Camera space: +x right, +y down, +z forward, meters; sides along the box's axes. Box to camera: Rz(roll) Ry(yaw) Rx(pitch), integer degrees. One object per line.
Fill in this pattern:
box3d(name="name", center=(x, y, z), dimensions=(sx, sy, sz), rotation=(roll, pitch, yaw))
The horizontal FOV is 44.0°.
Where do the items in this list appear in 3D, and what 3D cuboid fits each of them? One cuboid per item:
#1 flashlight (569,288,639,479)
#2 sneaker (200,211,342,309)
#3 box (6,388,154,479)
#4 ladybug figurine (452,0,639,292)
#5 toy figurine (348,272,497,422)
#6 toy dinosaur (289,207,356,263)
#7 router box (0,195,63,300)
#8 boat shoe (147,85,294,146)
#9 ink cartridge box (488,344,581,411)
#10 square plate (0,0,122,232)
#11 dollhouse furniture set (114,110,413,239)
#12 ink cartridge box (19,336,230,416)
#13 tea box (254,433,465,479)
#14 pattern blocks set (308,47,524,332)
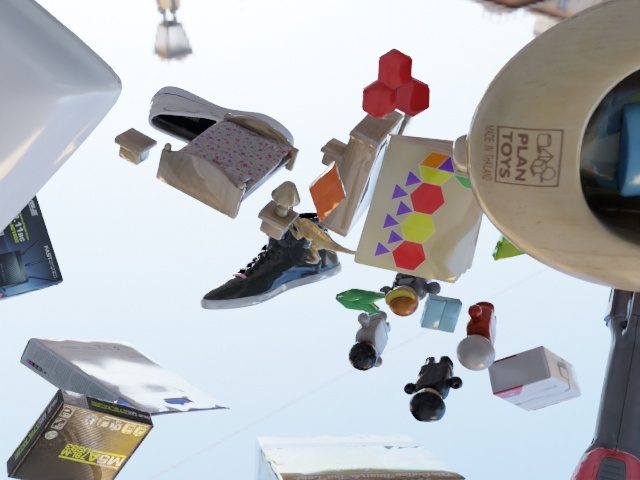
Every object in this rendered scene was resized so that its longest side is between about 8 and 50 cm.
box3d(name="flashlight", center=(0.339, 0.190, 0.878), dimensions=(0.103, 0.103, 0.303), rotation=(25, -110, -19))
box3d(name="sneaker", center=(-0.103, 0.029, 1.491), dimensions=(0.296, 0.146, 0.105), rotation=(-19, -164, -26))
box3d(name="box", center=(-0.425, 0.362, 1.407), dimensions=(0.191, 0.184, 0.045), rotation=(28, -165, -38))
box3d(name="ladybug figurine", center=(0.357, -0.104, 0.786), dimensions=(0.450, 0.304, 0.162), rotation=(1, -159, 5))
box3d(name="toy figurine", center=(0.162, 0.162, 1.274), dimensions=(0.210, 0.213, 0.148), rotation=(36, -148, -1))
box3d(name="toy dinosaur", center=(0.000, 0.000, 1.235), dimensions=(0.183, 0.092, 0.053), rotation=(33, -112, 17))
box3d(name="router box", center=(-0.391, 0.010, 1.003), dimensions=(0.092, 0.122, 0.038), rotation=(-18, 180, -34))
box3d(name="boat shoe", center=(-0.175, -0.191, 1.406), dimensions=(0.268, 0.096, 0.088), rotation=(22, -139, -16))
box3d(name="ink cartridge box", center=(0.380, 0.247, 1.403), dimensions=(0.109, 0.150, 0.063), rotation=(-25, -124, 28))
box3d(name="square plate", center=(-0.348, -0.070, 0.419), dimensions=(0.344, 0.347, 0.049), rotation=(41, -171, -11))
box3d(name="dollhouse furniture set", center=(-0.069, -0.178, 1.203), dimensions=(0.356, 0.173, 0.303), rotation=(27, -144, 10))
box3d(name="ink cartridge box", center=(-0.406, 0.309, 1.678), dimensions=(0.330, 0.071, 0.324), rotation=(28, -177, 25))
box3d(name="tea box", center=(0.055, 0.502, 1.465), dimensions=(0.329, 0.219, 0.323), rotation=(2, -179, -14))
box3d(name="pattern blocks set", center=(0.129, -0.042, 0.964), dimensions=(0.286, 0.324, 0.026), rotation=(20, -158, -10))
